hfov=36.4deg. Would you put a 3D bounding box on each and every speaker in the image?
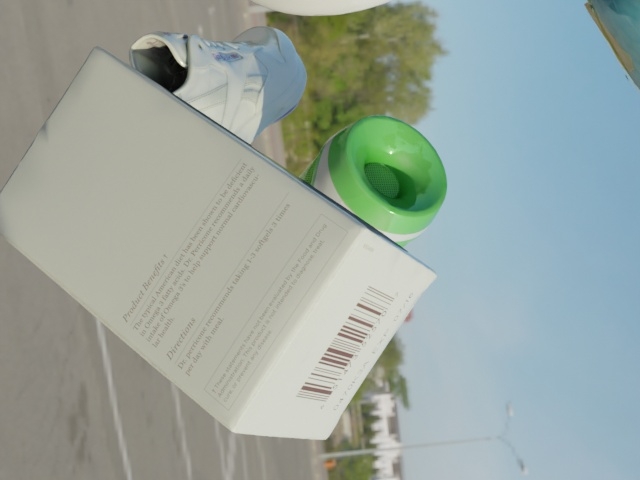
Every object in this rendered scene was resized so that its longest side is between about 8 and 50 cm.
[{"bbox_3d":[0.000,0.000,0.979,0.296,0.131,0.131,-44,-137,49],"label":"speaker"}]

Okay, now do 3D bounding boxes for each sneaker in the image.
[{"bbox_3d":[-0.104,-0.162,0.967,0.152,0.114,0.305,64,29,-27],"label":"sneaker"}]

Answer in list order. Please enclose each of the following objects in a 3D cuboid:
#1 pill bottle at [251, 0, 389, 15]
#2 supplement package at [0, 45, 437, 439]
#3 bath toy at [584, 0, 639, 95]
[{"bbox_3d":[-0.011,-0.185,0.312,0.215,0.117,0.117,69,13,-56],"label":"pill bottle"},{"bbox_3d":[-0.054,0.003,0.477,0.105,0.179,0.105,-56,153,3],"label":"supplement package"},{"bbox_3d":[0.354,-0.234,0.665,0.129,0.348,0.151,50,8,-28],"label":"bath toy"}]
